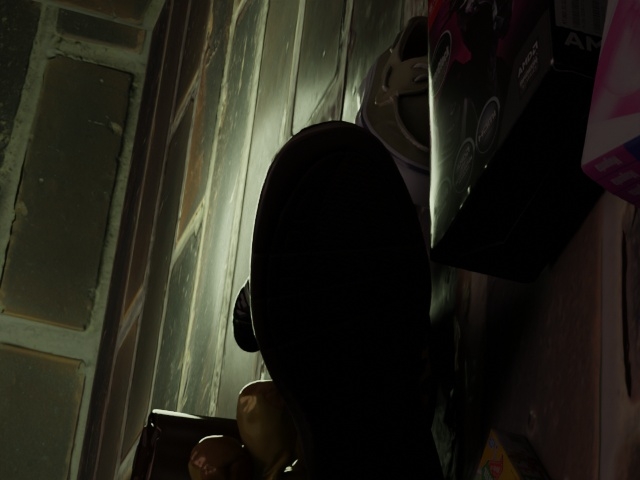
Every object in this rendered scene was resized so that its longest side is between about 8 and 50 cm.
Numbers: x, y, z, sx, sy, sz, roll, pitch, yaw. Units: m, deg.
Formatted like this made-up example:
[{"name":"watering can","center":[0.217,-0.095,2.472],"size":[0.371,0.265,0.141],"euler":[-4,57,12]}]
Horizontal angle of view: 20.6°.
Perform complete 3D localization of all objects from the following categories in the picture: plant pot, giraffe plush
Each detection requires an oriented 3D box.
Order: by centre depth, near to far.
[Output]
[{"name":"giraffe plush","center":[-0.015,0.250,1.566],"size":[0.170,0.181,0.210],"euler":[32,98,54]},{"name":"plant pot","center":[-0.116,0.261,1.913],"size":[0.167,0.165,0.167],"euler":[-167,90,-77]}]

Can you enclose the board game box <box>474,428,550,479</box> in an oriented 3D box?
[{"name":"board game box","center":[0.133,0.211,1.227],"size":[0.154,0.026,0.103],"euler":[-115,40,-69]}]

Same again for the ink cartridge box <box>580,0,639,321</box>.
[{"name":"ink cartridge box","center":[0.250,-0.139,1.006],"size":[0.324,0.071,0.330],"euler":[145,138,-70]}]

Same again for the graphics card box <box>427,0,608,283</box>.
[{"name":"graphics card box","center":[0.161,-0.180,1.356],"size":[0.233,0.094,0.371],"euler":[119,159,-48]}]

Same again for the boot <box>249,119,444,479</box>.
[{"name":"boot","center":[0.022,0.042,1.445],"size":[0.284,0.138,0.377],"euler":[-97,-6,-64]}]

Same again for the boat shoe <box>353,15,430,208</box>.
[{"name":"boat shoe","center":[0.085,-0.123,1.594],"size":[0.302,0.109,0.094],"euler":[-99,30,-64]}]

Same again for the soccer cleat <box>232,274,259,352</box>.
[{"name":"soccer cleat","center":[-0.062,0.062,2.117],"size":[0.072,0.060,0.179],"euler":[-110,38,-65]}]
